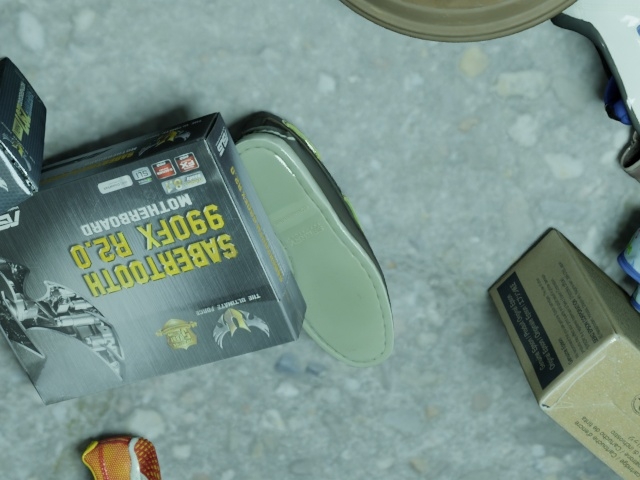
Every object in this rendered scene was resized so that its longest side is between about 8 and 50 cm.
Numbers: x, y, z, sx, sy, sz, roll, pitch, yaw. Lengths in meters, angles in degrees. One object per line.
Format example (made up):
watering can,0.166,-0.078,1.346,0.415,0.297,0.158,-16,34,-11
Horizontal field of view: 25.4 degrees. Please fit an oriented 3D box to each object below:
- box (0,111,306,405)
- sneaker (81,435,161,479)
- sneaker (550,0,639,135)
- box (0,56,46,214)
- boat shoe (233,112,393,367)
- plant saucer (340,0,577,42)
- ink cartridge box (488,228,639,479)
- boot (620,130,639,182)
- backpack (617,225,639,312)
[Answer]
box,-0.151,0.019,1.111,0.231,0.056,0.183,-15,115,17
sneaker,-0.168,0.247,1.246,0.067,0.064,0.175,-3,109,14
sneaker,0.312,-0.160,1.110,0.316,0.127,0.182,18,113,-8
box,-0.311,-0.029,1.031,0.233,0.183,0.059,-32,113,5
boat shoe,0.000,0.000,1.149,0.081,0.068,0.227,-20,115,19
plant saucer,0.099,-0.280,1.007,0.278,0.041,0.277,1,97,8
ink cartridge box,0.261,0.125,1.175,0.235,0.193,0.088,40,104,-21
boot,0.305,-0.089,1.169,0.087,0.042,0.118,15,117,-23
backpack,0.305,0.032,1.185,0.114,0.105,0.084,36,110,15
